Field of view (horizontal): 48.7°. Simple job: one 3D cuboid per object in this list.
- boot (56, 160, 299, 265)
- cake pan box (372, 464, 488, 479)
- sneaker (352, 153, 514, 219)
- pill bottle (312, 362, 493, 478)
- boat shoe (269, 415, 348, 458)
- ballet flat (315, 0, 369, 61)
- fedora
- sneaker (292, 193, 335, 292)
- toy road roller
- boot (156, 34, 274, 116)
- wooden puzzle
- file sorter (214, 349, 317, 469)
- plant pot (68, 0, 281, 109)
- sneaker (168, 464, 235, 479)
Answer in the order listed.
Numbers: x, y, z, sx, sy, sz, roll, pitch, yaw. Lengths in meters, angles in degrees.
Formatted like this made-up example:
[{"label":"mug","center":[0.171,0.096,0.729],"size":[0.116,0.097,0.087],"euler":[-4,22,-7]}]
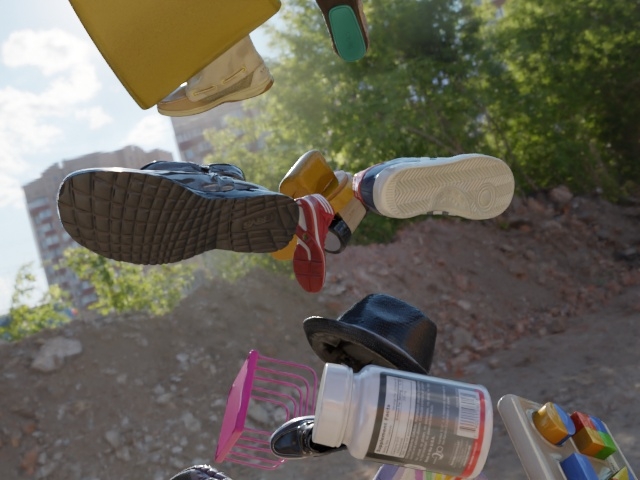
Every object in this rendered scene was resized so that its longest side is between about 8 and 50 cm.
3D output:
[{"label":"boot","center":[-0.218,-0.055,0.982],"size":[0.338,0.118,0.222],"euler":[8,15,-38]},{"label":"cake pan box","center":[0.228,0.617,1.665],"size":[0.245,0.267,0.070],"euler":[31,2,-20]},{"label":"sneaker","center":[0.218,-0.110,1.372],"size":[0.350,0.131,0.148],"euler":[0,10,-33]},{"label":"pill bottle","center":[0.136,0.304,1.214],"size":[0.283,0.161,0.161],"euler":[11,-3,-1]},{"label":"boat shoe","center":[-0.004,0.382,1.365],"size":[0.228,0.080,0.076],"euler":[-13,-5,19]},{"label":"ballet flat","center":[0.033,-0.512,1.434],"size":[0.107,0.106,0.316],"euler":[-5,-39,8]},{"label":"fedora","center":[0.128,0.204,1.447],"size":[0.152,0.334,0.334],"euler":[-55,15,-23]},{"label":"sneaker","center":[0.000,0.000,1.601],"size":[0.087,0.221,0.128],"euler":[8,21,31]},{"label":"toy road roller","center":[-0.036,-0.102,1.929],"size":[0.329,0.241,0.202],"euler":[-13,31,44]},{"label":"boot","center":[-0.250,-0.371,1.450],"size":[0.262,0.203,0.095],"euler":[-11,41,14]},{"label":"wooden puzzle","center":[0.617,0.511,1.661],"size":[0.347,0.322,0.080],"euler":[18,-57,-25]},{"label":"file sorter","center":[-0.136,0.441,1.785],"size":[0.182,0.202,0.291],"euler":[15,-34,-10]},{"label":"plant pot","center":[-0.208,-0.325,0.825],"size":[0.212,0.212,0.187],"euler":[-35,-35,6]},{"label":"sneaker","center":[-0.231,0.474,1.295],"size":[0.281,0.106,0.162],"euler":[-7,-17,38]}]
